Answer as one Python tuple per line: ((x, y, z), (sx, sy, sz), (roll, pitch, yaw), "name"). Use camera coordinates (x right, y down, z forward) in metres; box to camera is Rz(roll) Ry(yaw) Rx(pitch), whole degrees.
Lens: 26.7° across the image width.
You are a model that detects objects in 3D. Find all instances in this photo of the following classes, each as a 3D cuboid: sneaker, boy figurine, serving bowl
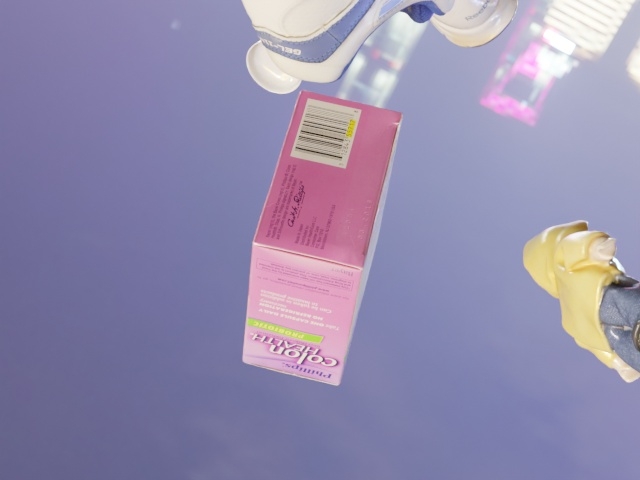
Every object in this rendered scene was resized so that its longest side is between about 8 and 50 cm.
((0.058, -0.203, 0.788), (0.296, 0.131, 0.112), (-37, -133, -28), "sneaker")
((0.301, 0.064, 1.410), (0.092, 0.177, 0.285), (-22, -156, -7), "boy figurine")
((0.077, -0.323, 1.369), (0.297, 0.111, 0.129), (42, -173, 22), "sneaker")
((-0.058, -0.243, 1.839), (0.083, 0.083, 0.027), (29, -134, 5), "serving bowl")

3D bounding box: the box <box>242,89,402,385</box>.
((0.000, 0.000, 1.479), (0.117, 0.243, 0.213), (13, -125, 4), "box")
